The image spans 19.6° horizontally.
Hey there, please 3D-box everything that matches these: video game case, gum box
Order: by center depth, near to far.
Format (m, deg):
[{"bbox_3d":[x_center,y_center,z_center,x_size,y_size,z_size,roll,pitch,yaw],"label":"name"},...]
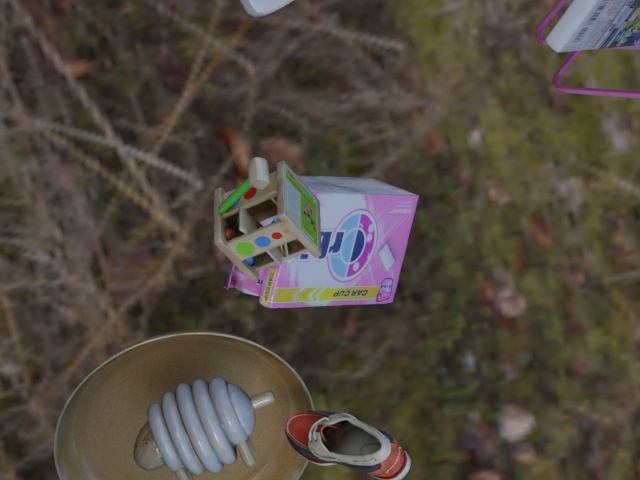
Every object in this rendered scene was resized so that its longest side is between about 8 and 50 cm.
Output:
[{"bbox_3d":[0.000,0.000,1.681,0.188,0.062,0.107,0,107,-51],"label":"gum box"},{"bbox_3d":[0.326,-0.270,1.817,0.183,0.201,0.023,-11,52,-51],"label":"video game case"}]

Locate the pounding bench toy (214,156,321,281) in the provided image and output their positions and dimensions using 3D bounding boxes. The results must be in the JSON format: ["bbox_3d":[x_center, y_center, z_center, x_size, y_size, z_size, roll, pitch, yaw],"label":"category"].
[{"bbox_3d":[-0.048,-0.021,1.298,0.083,0.065,0.052,48,29,-42],"label":"pounding bench toy"}]

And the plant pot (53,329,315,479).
[{"bbox_3d":[-0.122,0.172,1.668,0.236,0.236,0.032,51,11,-32],"label":"plant pot"}]

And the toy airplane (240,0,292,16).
[{"bbox_3d":[-0.095,-0.381,1.624,0.272,0.386,0.384,-12,47,-25],"label":"toy airplane"}]

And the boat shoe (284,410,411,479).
[{"bbox_3d":[0.016,0.171,1.590,0.043,0.137,0.049,41,72,-44],"label":"boat shoe"}]

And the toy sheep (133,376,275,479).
[{"bbox_3d":[-0.099,0.161,1.588,0.091,0.132,0.091,156,-90,-87],"label":"toy sheep"}]

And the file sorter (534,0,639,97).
[{"bbox_3d":[0.326,-0.322,2.060,0.182,0.202,0.290,-49,128,-32],"label":"file sorter"}]
